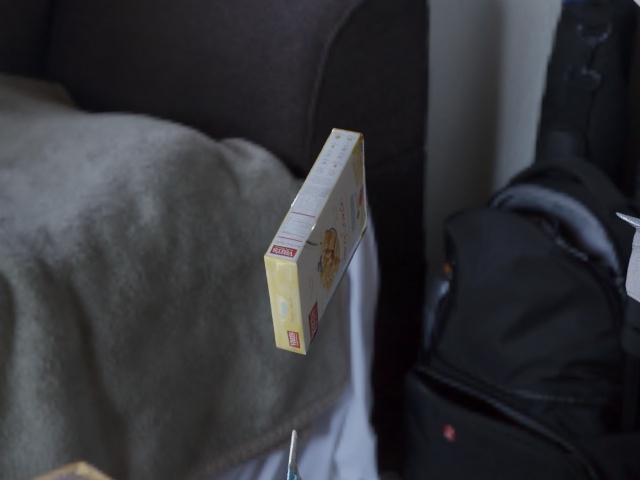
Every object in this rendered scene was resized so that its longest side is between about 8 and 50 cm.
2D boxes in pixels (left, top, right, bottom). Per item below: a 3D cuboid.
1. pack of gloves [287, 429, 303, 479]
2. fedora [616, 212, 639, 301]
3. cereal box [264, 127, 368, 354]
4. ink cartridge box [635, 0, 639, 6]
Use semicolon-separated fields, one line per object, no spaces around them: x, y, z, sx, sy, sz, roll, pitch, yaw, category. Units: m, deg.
-0.011;0.374;1.451;0.046;0.195;0.232;-4;14;3;pack of gloves
0.564;0.061;1.758;0.275;0.124;0.243;22;3;40;fedora
0.000;0.000;1.449;0.047;0.173;0.240;12;49;16;cereal box
0.161;-0.395;0.811;0.395;0.166;0.285;52;4;20;ink cartridge box
